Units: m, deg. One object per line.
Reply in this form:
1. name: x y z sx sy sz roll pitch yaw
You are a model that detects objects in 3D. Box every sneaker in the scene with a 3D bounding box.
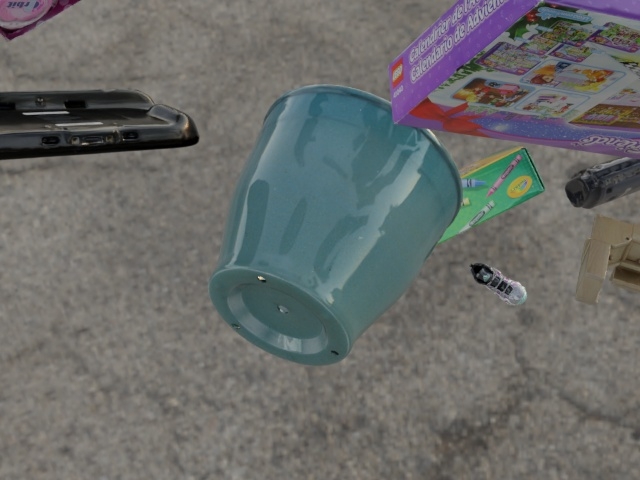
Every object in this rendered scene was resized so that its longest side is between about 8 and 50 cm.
1. sneaker: 0.262 0.063 1.655 0.098 0.069 0.038 34 97 47

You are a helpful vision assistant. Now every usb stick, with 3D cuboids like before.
1. usb stick: 0.410 -0.098 1.234 0.278 0.045 0.077 -19 -5 -12

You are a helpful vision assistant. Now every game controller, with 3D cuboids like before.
1. game controller: -0.290 -0.120 1.186 0.319 0.067 0.166 -9 29 -42

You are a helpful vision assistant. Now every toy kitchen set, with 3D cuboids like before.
1. toy kitchen set: 0.253 0.036 0.899 0.083 0.068 0.075 17 45 8

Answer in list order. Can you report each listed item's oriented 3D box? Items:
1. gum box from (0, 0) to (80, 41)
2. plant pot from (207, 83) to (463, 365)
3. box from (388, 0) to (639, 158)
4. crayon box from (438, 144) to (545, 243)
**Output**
1. gum box: -0.206 -0.261 0.891 0.188 0.062 0.107 -31 72 -2
2. plant pot: 0.000 0.000 1.312 0.271 0.272 0.255 12 55 24
3. box: 0.227 -0.133 0.834 0.293 0.201 0.057 5 70 -25
4. crayon box: 0.215 -0.059 1.782 0.278 0.081 0.165 -26 4 5
